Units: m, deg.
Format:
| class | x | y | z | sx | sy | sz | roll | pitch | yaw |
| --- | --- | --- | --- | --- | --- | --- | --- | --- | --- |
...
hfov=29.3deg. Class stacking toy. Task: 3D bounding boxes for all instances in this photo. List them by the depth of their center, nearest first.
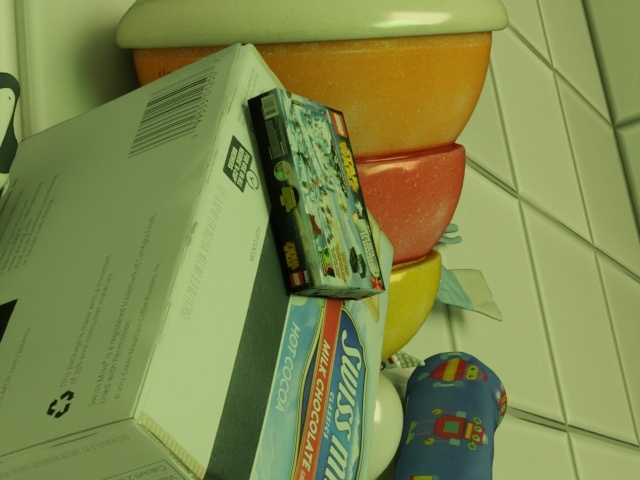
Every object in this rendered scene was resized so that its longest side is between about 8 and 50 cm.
| class | x | y | z | sx | sy | sz | roll | pitch | yaw |
| --- | --- | --- | --- | --- | --- | --- | --- | --- | --- |
| stacking toy | 0.000 | 0.000 | 1.135 | 0.351 | 0.351 | 0.479 | -24 | 114 | -64 |

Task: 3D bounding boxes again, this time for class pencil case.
| class | x | y | z | sx | sy | sz | roll | pitch | yaw |
| --- | --- | --- | --- | --- | --- | --- | --- | --- | --- |
| pencil case | 0.132 | 0.251 | 1.320 | 0.306 | 0.119 | 0.133 | -69 | 173 | -58 |

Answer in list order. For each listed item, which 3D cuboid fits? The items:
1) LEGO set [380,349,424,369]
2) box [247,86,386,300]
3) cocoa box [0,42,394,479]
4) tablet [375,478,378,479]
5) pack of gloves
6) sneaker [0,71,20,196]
| class | x | y | z | sx | sy | sz | roll | pitch | yaw |
| --- | --- | --- | --- | --- | --- | --- | --- | --- | --- |
| LEGO set | 0.041 | 0.051 | 1.357 | 0.244 | 0.060 | 0.182 | 14 | 64 | -60 |
| box | -0.002 | -0.029 | 0.828 | 0.094 | 0.027 | 0.137 | 10 | 64 | -60 |
| cocoa box | -0.109 | 0.081 | 0.845 | 0.228 | 0.232 | 0.347 | 52 | 32 | -33 |
| tablet | 0.071 | 0.302 | 1.305 | 0.054 | 0.006 | 0.083 | 44 | 37 | -43 |
| pack of gloves | 0.140 | 0.015 | 1.605 | 0.232 | 0.046 | 0.195 | 20 | 42 | -58 |
| sneaker | -0.275 | -0.100 | 0.801 | 0.235 | 0.094 | 0.153 | 60 | 27 | -22 |
